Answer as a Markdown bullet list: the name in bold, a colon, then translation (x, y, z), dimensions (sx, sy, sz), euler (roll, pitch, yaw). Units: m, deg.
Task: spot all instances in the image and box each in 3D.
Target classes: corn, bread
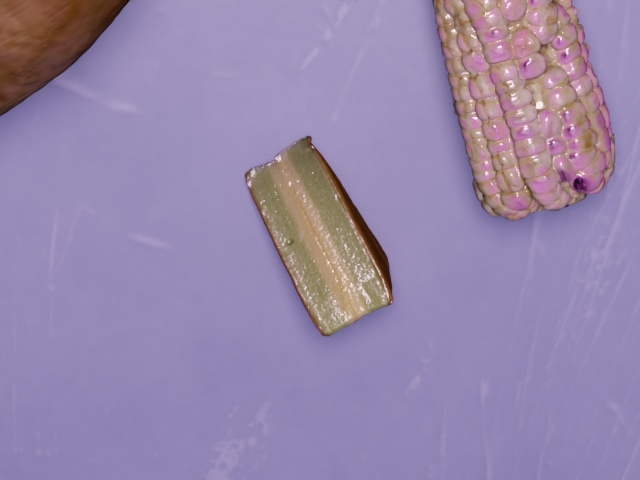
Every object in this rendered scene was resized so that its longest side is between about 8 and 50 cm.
- **corn**: translation (0.145, -0.174, 1.242), dimensions (0.127, 0.126, 0.335), euler (-17, 113, 5)
- **bread**: translation (-0.003, -0.004, 1.331), dimensions (0.074, 0.084, 0.139), euler (-27, 112, 10)

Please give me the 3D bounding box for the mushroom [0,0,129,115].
- **mushroom**: translation (-0.217, -0.226, 1.082), dimensions (0.397, 0.224, 0.313), euler (-10, 116, 26)
